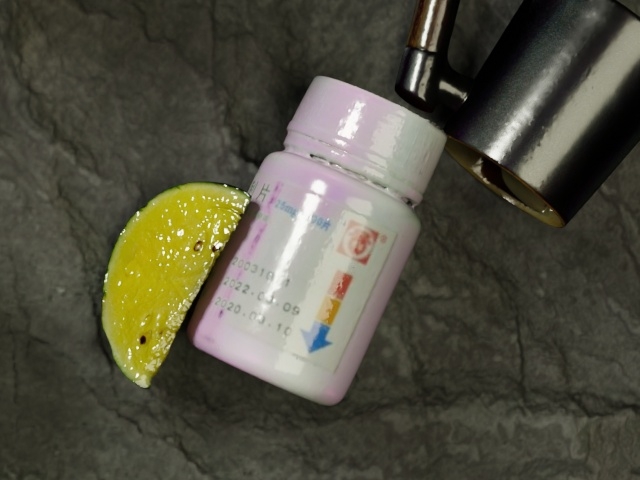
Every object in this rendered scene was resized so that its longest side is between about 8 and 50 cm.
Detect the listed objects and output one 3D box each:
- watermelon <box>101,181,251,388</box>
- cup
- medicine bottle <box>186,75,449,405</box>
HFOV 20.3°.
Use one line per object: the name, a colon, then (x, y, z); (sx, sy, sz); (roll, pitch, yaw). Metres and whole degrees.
watermelon: (-0.135, 0.020, 1.484); (0.075, 0.092, 0.181); (29, 94, -17)
cup: (0.185, -0.142, 1.621); (0.177, 0.239, 0.166); (-54, 162, -3)
medicine bottle: (0.000, 0.000, 1.517); (0.152, 0.152, 0.254); (26, 86, -31)
